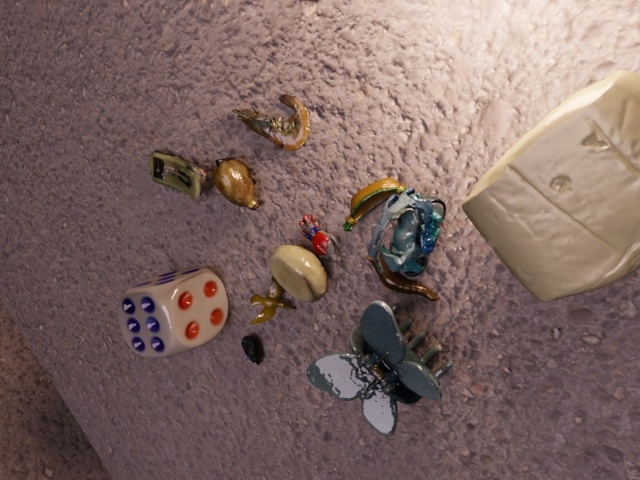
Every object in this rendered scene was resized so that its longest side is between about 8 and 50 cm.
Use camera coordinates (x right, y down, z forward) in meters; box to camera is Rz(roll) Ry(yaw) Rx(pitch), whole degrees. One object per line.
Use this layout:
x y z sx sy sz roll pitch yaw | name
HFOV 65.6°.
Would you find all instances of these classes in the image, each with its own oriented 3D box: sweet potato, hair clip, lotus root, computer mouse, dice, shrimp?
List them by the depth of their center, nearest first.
0.209 0.360 1.493 0.318 0.238 0.392 45 121 13 | hair clip
0.243 0.128 1.519 0.249 0.059 0.069 33 106 15 | sweet potato
-0.159 -0.410 1.622 0.295 0.058 0.169 31 110 17 | shrimp
-0.289 -0.192 1.710 0.138 0.138 0.214 -29 96 34 | lotus root
-0.524 -0.251 1.868 0.321 0.091 0.139 25 124 36 | hair clip
-0.560 0.268 1.899 0.304 0.304 0.277 -4 100 32 | dice
-0.258 0.418 1.911 0.079 0.047 0.135 9 120 42 | computer mouse

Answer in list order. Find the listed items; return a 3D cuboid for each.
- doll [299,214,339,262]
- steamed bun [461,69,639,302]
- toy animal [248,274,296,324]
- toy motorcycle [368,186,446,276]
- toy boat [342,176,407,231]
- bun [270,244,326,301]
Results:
0.000 0.000 1.631 0.104 0.062 0.195 -47 70 20 | doll
0.587 -0.108 1.107 0.371 0.290 0.456 49 125 4 | steamed bun
-0.166 0.221 1.785 0.095 0.155 0.219 -24 47 57 | toy animal
0.245 -0.013 1.407 0.154 0.205 0.260 -128 47 -54 | toy motorcycle
0.156 -0.111 1.477 0.229 0.089 0.088 -30 64 22 | toy boat
-0.062 0.099 1.664 0.222 0.127 0.222 30 147 22 | bun
